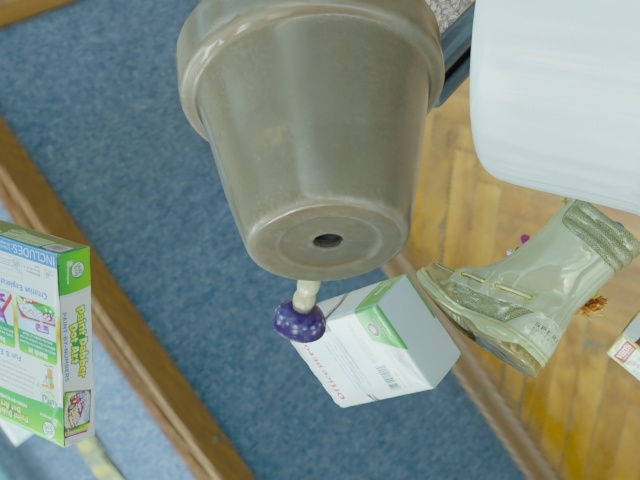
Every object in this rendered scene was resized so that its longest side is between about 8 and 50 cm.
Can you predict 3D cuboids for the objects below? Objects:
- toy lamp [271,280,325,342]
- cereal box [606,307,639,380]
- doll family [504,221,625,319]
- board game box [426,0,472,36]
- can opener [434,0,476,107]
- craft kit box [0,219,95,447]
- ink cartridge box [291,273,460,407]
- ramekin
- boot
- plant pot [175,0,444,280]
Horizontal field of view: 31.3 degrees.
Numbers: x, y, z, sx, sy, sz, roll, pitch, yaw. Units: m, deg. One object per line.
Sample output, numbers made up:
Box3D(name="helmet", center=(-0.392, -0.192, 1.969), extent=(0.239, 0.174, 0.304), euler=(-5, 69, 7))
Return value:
Box3D(name="toy lamp", center=(0.000, 0.000, 1.352), extent=(0.080, 0.080, 0.274), euler=(30, 127, 22))
Box3D(name="cereal box", center=(0.459, 0.148, 1.278), extent=(0.240, 0.173, 0.047), euler=(40, 137, 13))
Box3D(name="doll family", center=(0.386, 0.072, 1.837), extent=(0.163, 0.263, 0.118), euler=(-60, 43, 49))
Box3D(name="board game box", center=(0.092, -0.426, 1.959), extent=(0.232, 0.141, 0.291), euler=(-49, 37, 21))
Box3D(name="can opener", center=(0.244, -0.293, 1.591), extent=(0.095, 0.283, 0.076), euler=(26, 157, 43))
Box3D(name="craft kit box", center=(-0.382, 0.103, 1.414), extent=(0.250, 0.061, 0.246), euler=(15, 109, 36))
Box3D(name="ink cartridge box", center=(0.079, 0.158, 1.758), extent=(0.219, 0.092, 0.160), euler=(-20, 108, 49))
Box3D(name="ramekin", center=(0.187, -0.153, 0.732), extent=(0.135, 0.277, 0.277), euler=(11, 122, 18))
Box3D(name="boot", center=(0.237, 0.031, 1.342), extent=(0.095, 0.203, 0.262), euler=(43, 177, -25))
Box3D(name="plant pot", center=(-0.006, -0.094, 1.076), extent=(0.263, 0.263, 0.229), euler=(-40, 44, 45))
